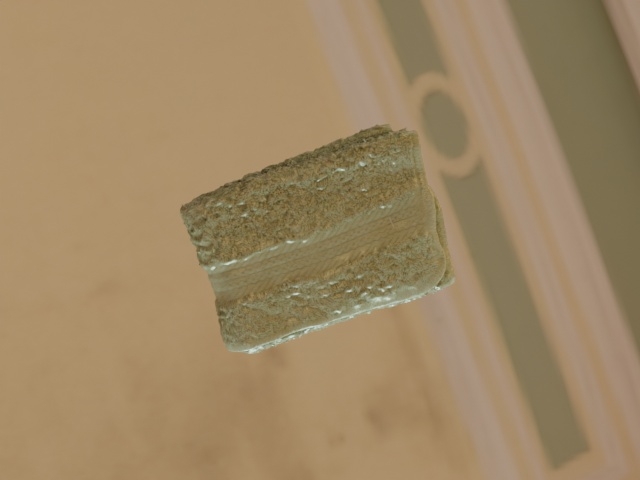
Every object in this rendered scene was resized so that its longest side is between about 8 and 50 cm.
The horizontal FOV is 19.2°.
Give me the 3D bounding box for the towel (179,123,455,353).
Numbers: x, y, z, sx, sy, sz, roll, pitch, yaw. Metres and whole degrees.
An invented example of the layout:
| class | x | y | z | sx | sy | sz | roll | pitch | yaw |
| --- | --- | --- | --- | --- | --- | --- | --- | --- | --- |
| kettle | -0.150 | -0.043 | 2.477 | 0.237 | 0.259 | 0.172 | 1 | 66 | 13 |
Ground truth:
| class | x | y | z | sx | sy | sz | roll | pitch | yaw |
| --- | --- | --- | --- | --- | --- | --- | --- | --- | --- |
| towel | 0.000 | 0.000 | 1.113 | 0.027 | 0.148 | 0.110 | -114 | 5 | -75 |
